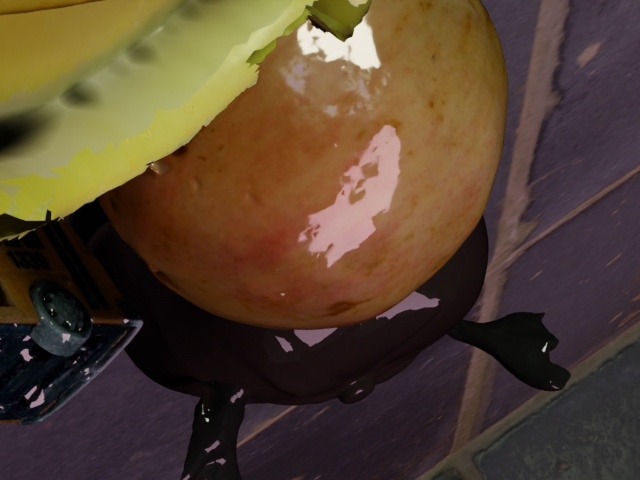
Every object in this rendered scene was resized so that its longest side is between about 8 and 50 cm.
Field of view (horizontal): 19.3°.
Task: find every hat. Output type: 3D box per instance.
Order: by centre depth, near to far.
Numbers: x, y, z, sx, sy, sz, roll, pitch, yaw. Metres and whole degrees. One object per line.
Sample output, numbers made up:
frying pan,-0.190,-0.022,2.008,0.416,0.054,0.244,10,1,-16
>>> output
hat,0.022,0.006,0.981,0.238,0.209,0.336,-20,156,-38

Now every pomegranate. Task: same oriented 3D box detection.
pomegranate,-0.011,-0.057,0.783,0.191,0.191,0.191,-34,164,-11

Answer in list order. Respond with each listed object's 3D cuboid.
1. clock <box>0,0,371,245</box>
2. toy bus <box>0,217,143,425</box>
clock,-0.020,-0.126,0.379,0.277,0.071,0.293,-58,168,21
toy bus,-0.174,0.028,0.818,0.091,0.103,0.182,-43,157,22
